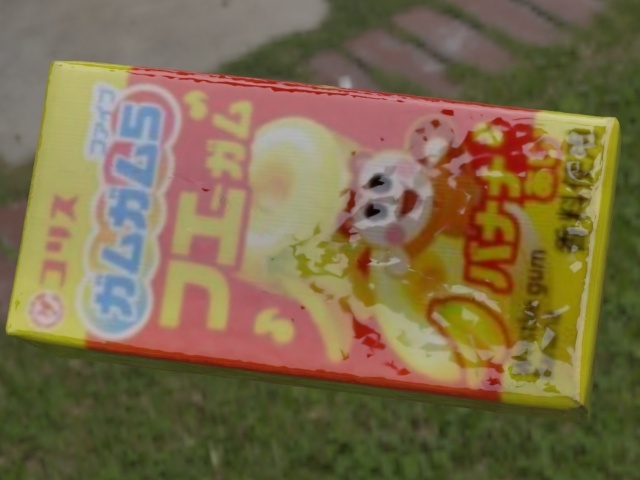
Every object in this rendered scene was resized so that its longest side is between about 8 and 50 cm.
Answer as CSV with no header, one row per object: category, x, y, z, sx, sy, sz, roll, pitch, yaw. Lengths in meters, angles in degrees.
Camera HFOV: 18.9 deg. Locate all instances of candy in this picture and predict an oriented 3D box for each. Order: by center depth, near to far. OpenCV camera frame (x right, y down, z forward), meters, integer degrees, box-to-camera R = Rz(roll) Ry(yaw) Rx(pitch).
candy,0.000,0.000,0.921,0.276,0.088,0.146,8,82,10
